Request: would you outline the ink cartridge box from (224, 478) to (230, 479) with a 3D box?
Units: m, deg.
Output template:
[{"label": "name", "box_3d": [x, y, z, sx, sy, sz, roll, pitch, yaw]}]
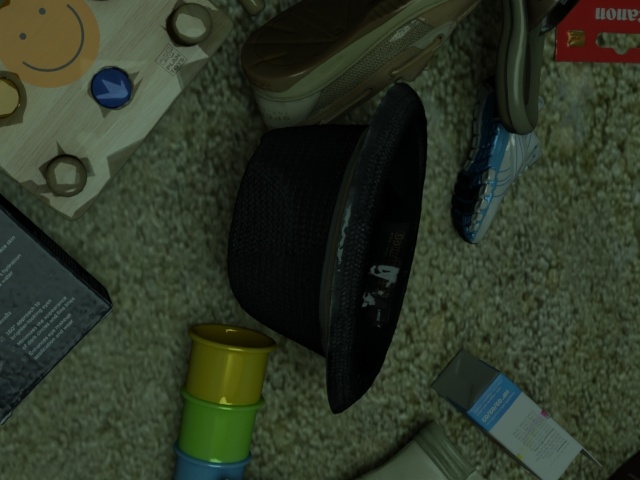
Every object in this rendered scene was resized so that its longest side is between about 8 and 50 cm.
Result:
[{"label": "ink cartridge box", "box_3d": [-0.083, 0.372, 0.978, 0.208, 0.045, 0.206, 39, 81, -46]}]

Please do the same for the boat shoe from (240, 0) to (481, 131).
[{"label": "boat shoe", "box_3d": [0.068, -0.224, 0.967, 0.341, 0.121, 0.110, -34, 140, -17]}]

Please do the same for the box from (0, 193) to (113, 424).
[{"label": "box", "box_3d": [-0.313, 0.060, 0.898, 0.156, 0.093, 0.158, -46, 108, -5]}]

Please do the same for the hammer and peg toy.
[{"label": "hammer and peg toy", "box_3d": [-0.213, -0.227, 0.867, 0.266, 0.127, 0.361, 40, 86, -17]}]

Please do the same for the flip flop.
[{"label": "flip flop", "box_3d": [0.226, -0.243, 0.932, 0.112, 0.080, 0.277, -19, 114, -57]}]

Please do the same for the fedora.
[{"label": "fedora", "box_3d": [0.000, 0.000, 0.911, 0.152, 0.334, 0.334, 12, 95, 14]}]

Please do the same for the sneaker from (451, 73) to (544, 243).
[{"label": "sneaker", "box_3d": [0.207, -0.084, 1.040, 0.082, 0.071, 0.191, 14, 94, -23]}]

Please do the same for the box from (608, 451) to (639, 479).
[{"label": "box", "box_3d": [0.405, 0.395, 1.110, 0.203, 0.167, 0.168, -40, 106, -7]}]

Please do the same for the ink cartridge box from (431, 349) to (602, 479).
[{"label": "ink cartridge box", "box_3d": [0.225, 0.213, 1.066, 0.181, 0.104, 0.061, 42, 86, -17]}]

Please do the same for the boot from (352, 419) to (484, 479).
[{"label": "boot", "box_3d": [0.127, 0.330, 1.073, 0.165, 0.077, 0.213, -36, 105, -11]}]

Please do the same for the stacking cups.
[{"label": "stacking cups", "box_3d": [-0.123, 0.251, 0.979, 0.096, 0.096, 0.316, 11, 95, -17]}]

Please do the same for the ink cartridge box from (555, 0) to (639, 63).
[{"label": "ink cartridge box", "box_3d": [0.361, -0.317, 1.058, 0.181, 0.056, 0.225, -2, 97, -15]}]
